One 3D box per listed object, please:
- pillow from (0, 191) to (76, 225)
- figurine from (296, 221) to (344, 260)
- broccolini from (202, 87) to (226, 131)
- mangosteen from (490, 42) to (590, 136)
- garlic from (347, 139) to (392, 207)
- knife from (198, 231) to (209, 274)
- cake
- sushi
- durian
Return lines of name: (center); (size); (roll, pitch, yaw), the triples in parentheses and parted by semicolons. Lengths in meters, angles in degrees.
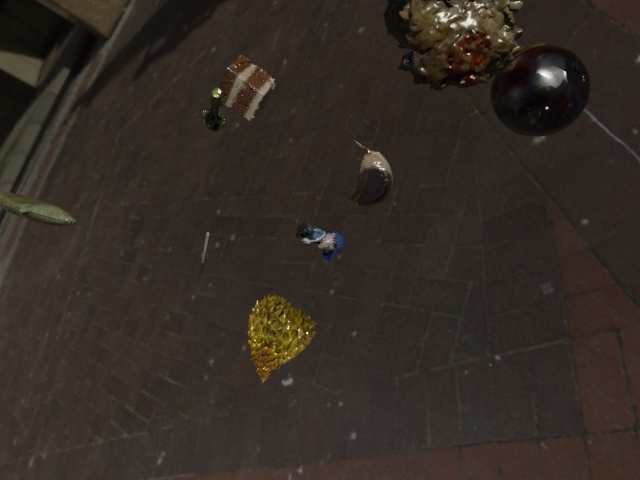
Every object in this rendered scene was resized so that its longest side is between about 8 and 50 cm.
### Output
pillow: (-0.961, -0.105, 1.909); (0.302, 0.185, 0.075); (16, 90, 41)
figurine: (0.001, -0.007, 1.550); (0.077, 0.136, 0.079); (-36, 26, 43)
broccolini: (-0.258, -0.311, 1.371); (0.058, 0.067, 0.216); (-44, 7, -8)
mangosteen: (0.448, -0.326, 1.192); (0.194, 0.194, 0.230); (-37, 38, 31)
garlic: (0.150, -0.192, 1.694); (0.090, 0.128, 0.198); (-141, 57, -82)
knife: (-0.343, 0.044, 1.699); (0.256, 0.022, 0.046); (117, 161, -55)
cake: (-0.232, -0.480, 1.804); (0.134, 0.147, 0.135); (-57, 3, 41)
sushi: (0.234, -0.382, 0.994); (0.238, 0.225, 0.218); (-14, 49, 13)
durian: (-0.096, 0.207, 1.293); (0.165, 0.182, 0.132); (45, 133, 24)
